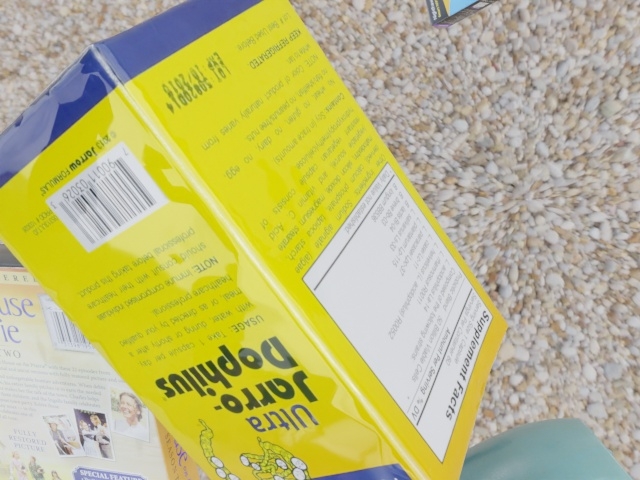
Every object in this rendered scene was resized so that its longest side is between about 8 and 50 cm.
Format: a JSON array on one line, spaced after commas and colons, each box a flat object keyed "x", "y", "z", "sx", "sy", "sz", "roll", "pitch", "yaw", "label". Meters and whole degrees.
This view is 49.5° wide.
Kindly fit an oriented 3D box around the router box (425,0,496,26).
[{"x": 0.206, "y": -0.426, "z": 1.027, "sx": 0.133, "sy": 0.046, "sz": 0.179, "roll": -16, "pitch": 84, "yaw": 51, "label": "router box"}]

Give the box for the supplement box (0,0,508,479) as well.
[{"x": -0.047, "y": 0.018, "z": 0.526, "sx": 0.195, "sy": 0.194, "sz": 0.356, "roll": -25, "pitch": 108, "yaw": 38, "label": "supplement box"}]

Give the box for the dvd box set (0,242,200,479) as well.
[{"x": -0.293, "y": 0.206, "z": 0.782, "sx": 0.307, "sy": 0.062, "sz": 0.420, "roll": 0, "pitch": 112, "yaw": 20, "label": "dvd box set"}]

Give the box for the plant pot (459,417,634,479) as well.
[{"x": 0.251, "y": 0.335, "z": 0.747, "sx": 0.235, "sy": 0.293, "sz": 0.293, "roll": -39, "pitch": 82, "yaw": 7, "label": "plant pot"}]
